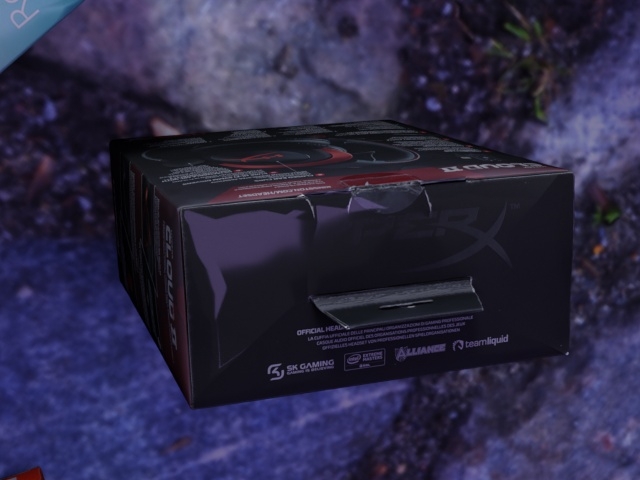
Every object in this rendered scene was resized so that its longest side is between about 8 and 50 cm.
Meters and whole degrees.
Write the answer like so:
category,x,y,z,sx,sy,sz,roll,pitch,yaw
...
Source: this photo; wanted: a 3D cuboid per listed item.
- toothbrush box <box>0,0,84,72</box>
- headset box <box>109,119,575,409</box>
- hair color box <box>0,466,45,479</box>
category,x,y,z,sx,sy,sz,roll,pitch,yaw
toothbrush box,-0.272,-0.170,0.612,0.295,0.126,0.216,-41,111,-4
headset box,0.000,0.000,0.650,0.218,0.293,0.110,-6,104,-18
hair color box,-0.215,0.242,0.767,0.071,0.043,0.141,-16,105,-15
